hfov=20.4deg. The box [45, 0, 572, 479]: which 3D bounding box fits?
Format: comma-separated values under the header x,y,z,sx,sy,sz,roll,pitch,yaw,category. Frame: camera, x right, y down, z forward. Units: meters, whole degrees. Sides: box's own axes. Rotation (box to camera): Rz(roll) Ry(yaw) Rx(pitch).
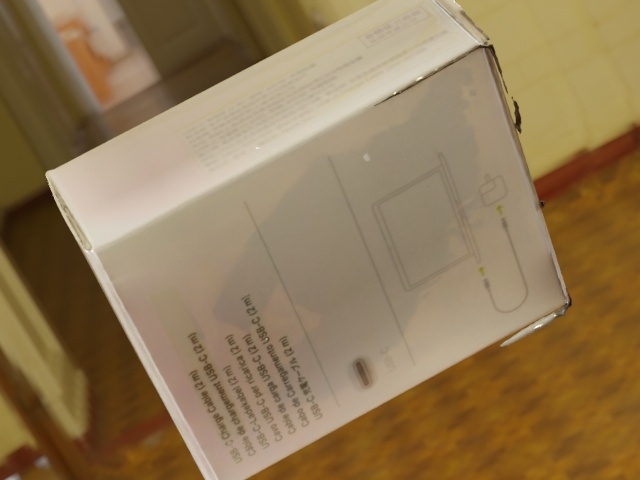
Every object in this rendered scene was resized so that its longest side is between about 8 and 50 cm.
x,y,z,sx,sy,sz,roll,pitch,yaw,category
0.000,0.000,1.033,0.251,0.203,0.106,-29,39,-7,box
